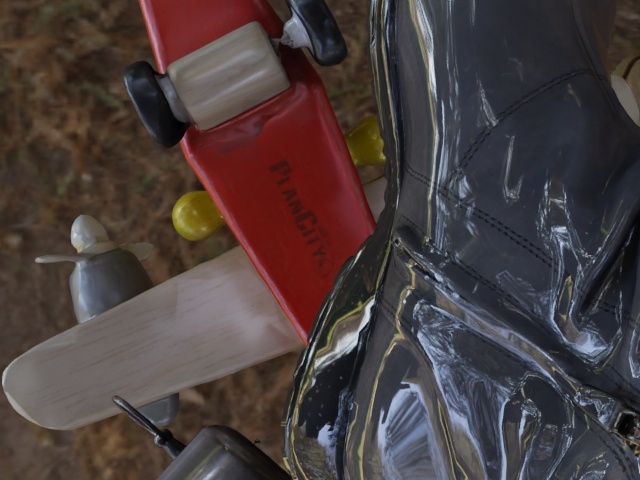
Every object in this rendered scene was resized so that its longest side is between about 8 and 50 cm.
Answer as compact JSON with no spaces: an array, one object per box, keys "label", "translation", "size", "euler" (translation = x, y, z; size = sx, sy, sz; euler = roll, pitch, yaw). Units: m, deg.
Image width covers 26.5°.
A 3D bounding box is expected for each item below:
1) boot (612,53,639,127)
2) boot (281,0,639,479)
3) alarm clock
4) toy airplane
[{"label":"boot","translation":[0.425,-0.120,1.394],"size":[0.270,0.089,0.236],"euler":[-12,49,39]},{"label":"boot","translation":[0.111,-0.025,0.494],"size":[0.223,0.118,0.338],"euler":[10,90,58]},{"label":"alarm clock","translation":[-0.041,0.144,0.741],"size":[0.192,0.129,0.064],"euler":[37,79,12]},{"label":"toy airplane","translation":[0.000,0.000,1.001],"size":[0.386,0.272,0.384],"euler":[17,99,-9]}]
